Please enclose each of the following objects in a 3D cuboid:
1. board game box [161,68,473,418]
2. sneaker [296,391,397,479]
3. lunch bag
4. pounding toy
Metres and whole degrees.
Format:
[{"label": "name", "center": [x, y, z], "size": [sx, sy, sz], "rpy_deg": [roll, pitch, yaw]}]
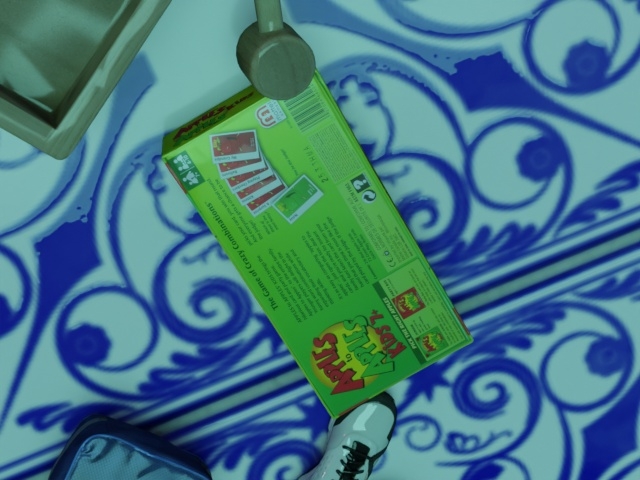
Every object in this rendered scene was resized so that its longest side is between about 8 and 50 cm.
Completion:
[{"label": "board game box", "center": [0.000, 0.000, 0.641], "size": [0.092, 0.043, 0.181], "rpy_deg": [-30, 110, 5]}, {"label": "sneaker", "center": [0.015, 0.139, 0.694], "size": [0.040, 0.043, 0.109], "rpy_deg": [25, 103, -13]}, {"label": "lunch bag", "center": [-0.106, 0.145, 0.672], "size": [0.098, 0.065, 0.067], "rpy_deg": [29, 88, -15]}, {"label": "pounding toy", "center": [-0.099, -0.135, 0.560], "size": [0.206, 0.094, 0.181], "rpy_deg": [31, 99, -26]}]
